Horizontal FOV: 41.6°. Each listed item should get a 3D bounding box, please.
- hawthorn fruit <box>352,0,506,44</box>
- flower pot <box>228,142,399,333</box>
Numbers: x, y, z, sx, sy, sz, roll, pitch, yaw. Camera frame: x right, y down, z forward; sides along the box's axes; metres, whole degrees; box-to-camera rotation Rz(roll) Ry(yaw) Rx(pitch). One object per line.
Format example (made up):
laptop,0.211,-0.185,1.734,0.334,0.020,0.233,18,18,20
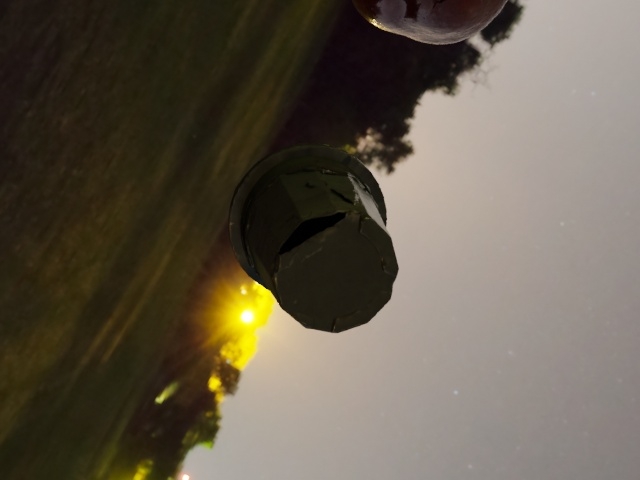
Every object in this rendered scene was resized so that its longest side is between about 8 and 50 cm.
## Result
hawthorn fruit,0.172,-0.458,1.384,0.311,0.295,0.295,-20,166,-29
flower pot,0.000,0.000,1.009,0.212,0.212,0.202,-58,-164,7
